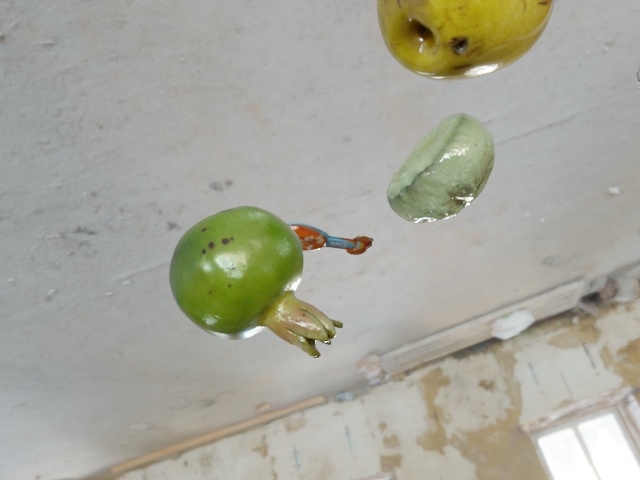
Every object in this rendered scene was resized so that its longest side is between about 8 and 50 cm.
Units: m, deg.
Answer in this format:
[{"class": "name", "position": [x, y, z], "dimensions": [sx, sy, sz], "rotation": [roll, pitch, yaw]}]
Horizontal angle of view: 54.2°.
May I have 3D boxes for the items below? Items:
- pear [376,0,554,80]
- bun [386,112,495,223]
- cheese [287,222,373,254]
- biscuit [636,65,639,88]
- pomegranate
[{"class": "pear", "position": [0.217, -0.380, 0.951], "dimensions": [0.281, 0.280, 0.280], "rotation": [-14, 153, -7]}, {"class": "bun", "position": [0.200, -0.105, 1.008], "dimensions": [0.118, 0.195, 0.195], "rotation": [41, 129, -10]}, {"class": "cheese", "position": [0.000, 0.000, 1.507], "dimensions": [0.256, 0.037, 0.106], "rotation": [8, 146, -12]}, {"class": "biscuit", "position": [0.383, -0.125, 0.472], "dimensions": [0.309, 0.186, 0.079], "rotation": [-14, 121, -45]}, {"class": "pomegranate", "position": [-0.107, 0.083, 1.037], "dimensions": [0.236, 0.302, 0.236], "rotation": [-42, 165, -14]}]
